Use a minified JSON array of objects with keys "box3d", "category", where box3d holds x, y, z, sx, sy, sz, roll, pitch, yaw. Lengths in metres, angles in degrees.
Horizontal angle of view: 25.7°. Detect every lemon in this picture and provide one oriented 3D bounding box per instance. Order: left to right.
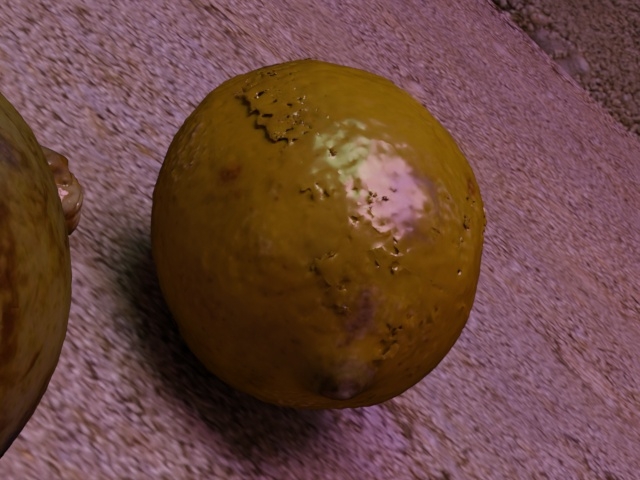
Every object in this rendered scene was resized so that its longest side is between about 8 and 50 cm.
[{"box3d":[0.000,0.000,1.074,0.258,0.258,0.310,30,26,-28],"category":"lemon"}]

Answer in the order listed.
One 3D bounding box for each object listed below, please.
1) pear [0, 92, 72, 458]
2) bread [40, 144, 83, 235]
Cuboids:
[{"box3d":[-0.249,0.027,0.635,0.283,0.283,0.284,35,26,-19],"category":"pear"},{"box3d":[-0.282,-0.087,0.766,0.367,0.077,0.084,31,-5,-39],"category":"bread"}]
